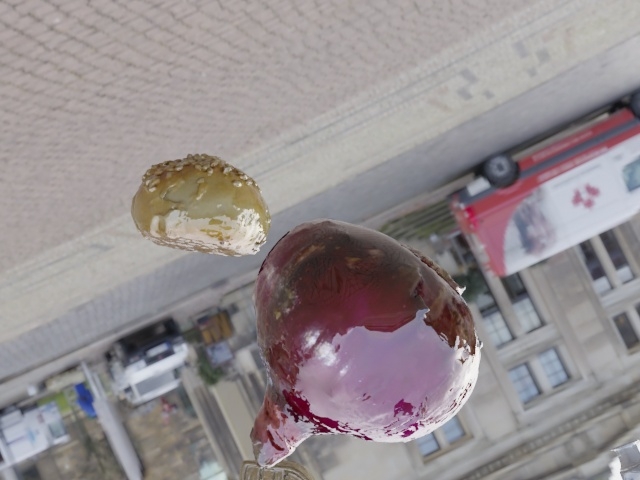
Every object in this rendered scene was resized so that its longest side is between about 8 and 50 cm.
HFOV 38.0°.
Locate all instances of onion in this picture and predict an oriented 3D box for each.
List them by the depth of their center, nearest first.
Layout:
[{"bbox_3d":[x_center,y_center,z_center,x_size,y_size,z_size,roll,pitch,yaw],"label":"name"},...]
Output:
[{"bbox_3d":[0.027,0.166,1.310,0.385,0.348,0.348,-49,175,0],"label":"onion"}]

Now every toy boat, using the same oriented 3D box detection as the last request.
[{"bbox_3d":[-0.087,0.554,2.091,0.188,0.116,0.061,6,-177,17],"label":"toy boat"}]

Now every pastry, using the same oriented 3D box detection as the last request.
[{"bbox_3d":[-0.236,-0.074,1.868,0.284,0.184,0.315,10,173,-4],"label":"pastry"}]

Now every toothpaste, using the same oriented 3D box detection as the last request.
[{"bbox_3d":[0.640,0.522,1.798,0.061,0.266,0.096,-3,157,-40],"label":"toothpaste"}]

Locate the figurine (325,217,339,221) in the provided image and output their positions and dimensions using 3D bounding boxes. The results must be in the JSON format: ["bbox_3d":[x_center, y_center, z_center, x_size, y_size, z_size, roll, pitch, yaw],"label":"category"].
[{"bbox_3d":[0.000,0.000,1.995,0.086,0.087,0.149,-59,-174,-19],"label":"figurine"}]
